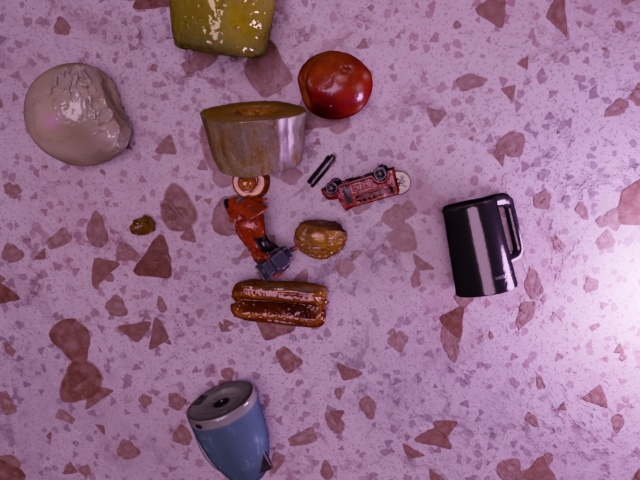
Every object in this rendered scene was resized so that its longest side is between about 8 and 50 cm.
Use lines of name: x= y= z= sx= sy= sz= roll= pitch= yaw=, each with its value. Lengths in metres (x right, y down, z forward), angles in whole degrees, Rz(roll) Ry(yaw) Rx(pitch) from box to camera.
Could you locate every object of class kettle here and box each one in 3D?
kettle: x=-0.327 y=0.712 z=2.027 sx=0.319 sy=0.247 sz=0.342 roll=-7 pitch=109 yaw=35
kettle: x=0.552 y=0.012 z=1.874 sx=0.262 sy=0.203 sz=0.308 roll=-11 pitch=95 yaw=7

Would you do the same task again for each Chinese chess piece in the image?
Chinese chess piece: x=0.268 y=-0.198 z=1.937 sx=0.084 sy=0.034 sz=0.084 roll=0 pitch=98 yaw=2

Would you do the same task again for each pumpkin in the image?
pumpkin: x=-0.212 y=-0.325 z=1.810 sx=0.332 sy=0.332 sz=0.199 roll=4 pitch=114 yaw=2

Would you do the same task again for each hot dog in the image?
hot dog: x=-0.141 y=0.216 z=1.981 sx=0.348 sy=0.117 sz=0.158 roll=3 pitch=95 yaw=5

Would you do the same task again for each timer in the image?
timer: x=-0.245 y=-0.196 z=1.904 sx=0.132 sy=0.152 sz=0.132 roll=0 pitch=99 yaw=3

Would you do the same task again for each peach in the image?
peach: x=0.050 y=-0.503 z=1.825 sx=0.243 sy=0.199 sz=0.243 roll=4 pitch=59 yaw=-6

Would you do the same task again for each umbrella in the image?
umbrella: x=0.003 y=-0.242 z=1.946 sx=0.036 sy=0.031 sz=0.133 roll=40 pitch=98 yaw=-5

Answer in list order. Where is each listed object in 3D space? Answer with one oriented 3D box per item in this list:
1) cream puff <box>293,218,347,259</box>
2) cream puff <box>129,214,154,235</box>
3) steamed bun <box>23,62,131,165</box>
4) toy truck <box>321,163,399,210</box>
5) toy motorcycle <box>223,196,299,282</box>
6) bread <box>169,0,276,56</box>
cream puff: x=0.000 y=0.000 z=1.917 sx=0.189 sy=0.189 sz=0.130 roll=8 pitch=104 yaw=2
cream puff: x=-0.630 y=-0.053 z=1.998 sx=0.083 sy=0.083 sz=0.058 roll=-51 pitch=48 yaw=19
steamed bun: x=-0.819 y=-0.406 z=1.864 sx=0.312 sy=0.233 sz=0.334 roll=-27 pitch=95 yaw=6
toy truck: x=0.134 y=-0.173 z=1.896 sx=0.252 sy=0.107 sz=0.114 roll=-16 pitch=100 yaw=14
toy motorcycle: x=-0.208 y=-0.021 z=1.908 sx=0.148 sy=0.221 sz=0.326 roll=-38 pitch=98 yaw=-28
bread: x=-0.294 y=-0.725 z=1.743 sx=0.348 sy=0.348 sz=0.308 roll=3 pitch=104 yaw=2
